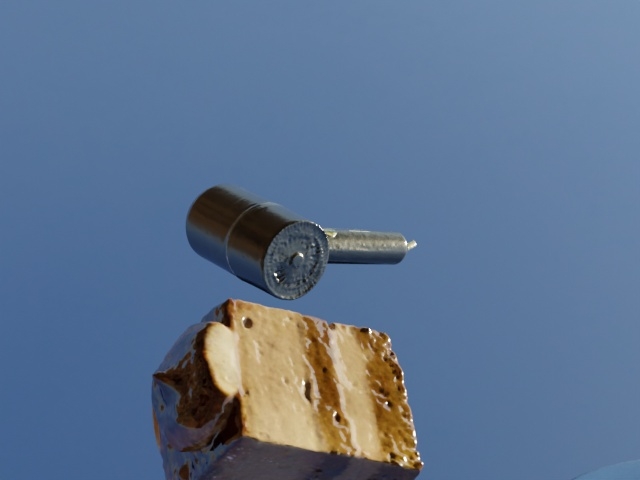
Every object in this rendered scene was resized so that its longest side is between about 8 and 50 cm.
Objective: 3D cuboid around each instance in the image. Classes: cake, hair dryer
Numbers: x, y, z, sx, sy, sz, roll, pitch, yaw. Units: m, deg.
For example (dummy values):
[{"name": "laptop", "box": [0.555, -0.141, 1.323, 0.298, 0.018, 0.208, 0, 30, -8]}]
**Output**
[{"name": "cake", "box": [-0.065, 0.195, 1.375, 0.293, 0.199, 0.196, 15, -133, -31]}, {"name": "hair dryer", "box": [0.000, 0.000, 1.141, 0.219, 0.071, 0.124, 1, -163, -39]}]

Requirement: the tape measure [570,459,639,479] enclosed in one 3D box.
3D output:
[{"name": "tape measure", "box": [0.287, 0.189, 0.722, 0.351, 0.098, 0.215, 2, -174, 31]}]
